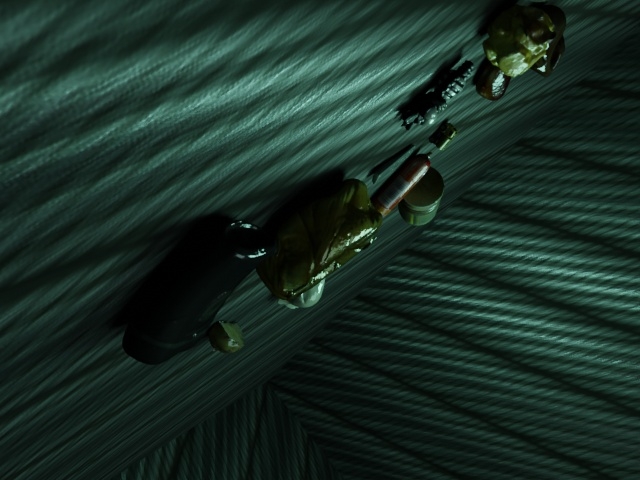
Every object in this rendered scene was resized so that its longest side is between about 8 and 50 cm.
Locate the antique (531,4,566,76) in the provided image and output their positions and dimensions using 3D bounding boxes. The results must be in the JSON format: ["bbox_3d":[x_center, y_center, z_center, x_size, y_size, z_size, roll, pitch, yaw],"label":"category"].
[{"bbox_3d":[0.608,-0.552,1.333,0.257,0.121,0.143,-3,130,-58],"label":"antique"}]

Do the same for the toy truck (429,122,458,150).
[{"bbox_3d":[0.393,-0.332,1.528,0.083,0.054,0.049,-50,164,28],"label":"toy truck"}]

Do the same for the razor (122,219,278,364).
[{"bbox_3d":[-0.242,0.099,0.974,0.349,0.113,0.204,-48,166,16],"label":"razor"}]

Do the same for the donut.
[{"bbox_3d":[0.000,0.000,1.237,0.360,0.170,0.360,-37,171,-7],"label":"donut"}]

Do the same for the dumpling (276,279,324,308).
[{"bbox_3d":[-0.073,0.167,1.683,0.152,0.124,0.228,10,131,-26],"label":"dumpling"}]

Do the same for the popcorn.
[{"bbox_3d":[0.455,-0.465,1.115,0.167,0.148,0.152,-56,-163,-2],"label":"popcorn"}]

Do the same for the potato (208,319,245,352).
[{"bbox_3d":[-0.300,0.316,1.524,0.089,0.100,0.172,-37,169,0],"label":"potato"}]

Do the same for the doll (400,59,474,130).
[{"bbox_3d":[0.284,-0.344,1.171,0.219,0.067,0.091,-42,170,6],"label":"doll"}]

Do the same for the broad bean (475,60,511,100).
[{"bbox_3d":[0.495,-0.464,1.362,0.114,0.085,0.165,-54,165,-24],"label":"broad bean"}]

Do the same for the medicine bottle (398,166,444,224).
[{"bbox_3d":[0.362,-0.155,1.776,0.151,0.151,0.322,-42,167,-1],"label":"medicine bottle"}]

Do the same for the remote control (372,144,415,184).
[{"bbox_3d":[0.213,-0.228,1.420,0.184,0.027,0.050,-40,168,-29],"label":"remote control"}]

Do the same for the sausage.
[{"bbox_3d":[0.266,-0.187,1.587,0.274,0.074,0.074,-49,165,21],"label":"sausage"}]
